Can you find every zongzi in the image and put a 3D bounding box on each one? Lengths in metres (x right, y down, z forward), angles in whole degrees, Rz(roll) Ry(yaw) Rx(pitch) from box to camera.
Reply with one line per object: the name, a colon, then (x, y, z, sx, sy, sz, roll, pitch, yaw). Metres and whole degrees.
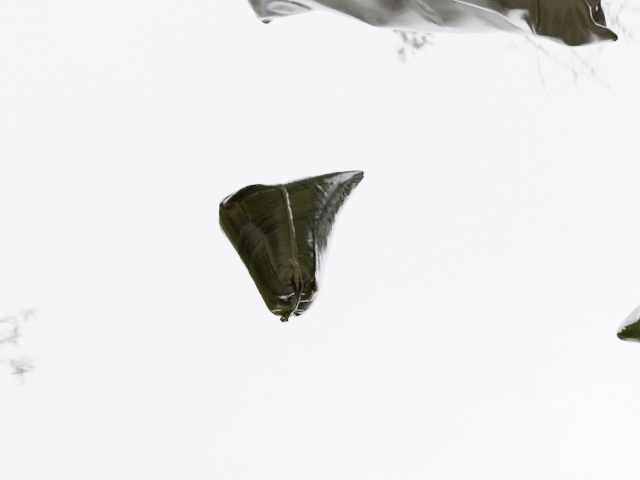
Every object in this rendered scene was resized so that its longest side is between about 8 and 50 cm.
zongzi: (0.000, 0.000, 0.748, 0.083, 0.040, 0.076, -12, -132, -23)

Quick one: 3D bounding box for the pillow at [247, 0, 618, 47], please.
pillow: (0.003, -0.156, 0.461, 0.173, 0.270, 0.067, 18, -121, 35)

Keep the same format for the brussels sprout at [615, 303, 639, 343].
brussels sprout: (0.373, 0.056, 0.733, 0.361, 0.342, 0.425, -39, -145, 39)
